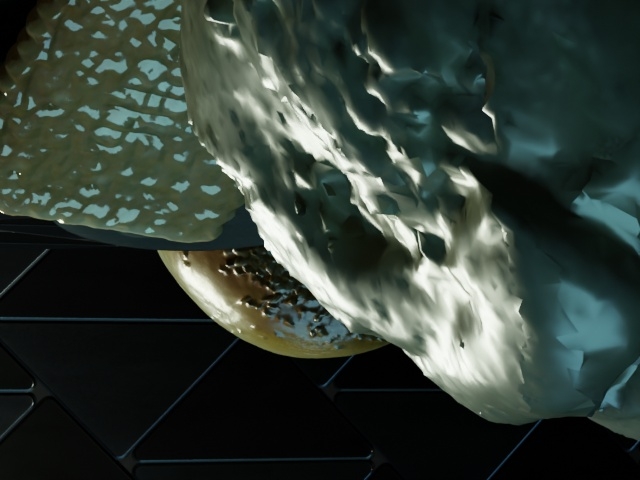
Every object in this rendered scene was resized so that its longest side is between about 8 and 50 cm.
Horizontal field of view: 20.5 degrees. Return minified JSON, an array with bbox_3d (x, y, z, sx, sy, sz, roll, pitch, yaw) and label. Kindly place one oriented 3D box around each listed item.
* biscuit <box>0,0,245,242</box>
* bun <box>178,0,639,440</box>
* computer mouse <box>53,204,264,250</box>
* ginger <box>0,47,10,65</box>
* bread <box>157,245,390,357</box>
[{"bbox_3d":[-0.078,-0.079,0.872,0.160,0.030,0.250,10,145,-23],"label":"biscuit"},{"bbox_3d":[0.134,-0.046,0.518,0.359,0.211,0.360,-10,176,-1],"label":"bun"},{"bbox_3d":[0.005,-0.075,1.036,0.371,0.122,0.188,-5,166,21],"label":"computer mouse"},{"bbox_3d":[-0.152,-0.074,1.197,0.290,0.089,0.137,18,-154,-47],"label":"ginger"},{"bbox_3d":[-0.003,0.004,1.550,0.314,0.192,0.171,4,162,-10],"label":"bread"}]
